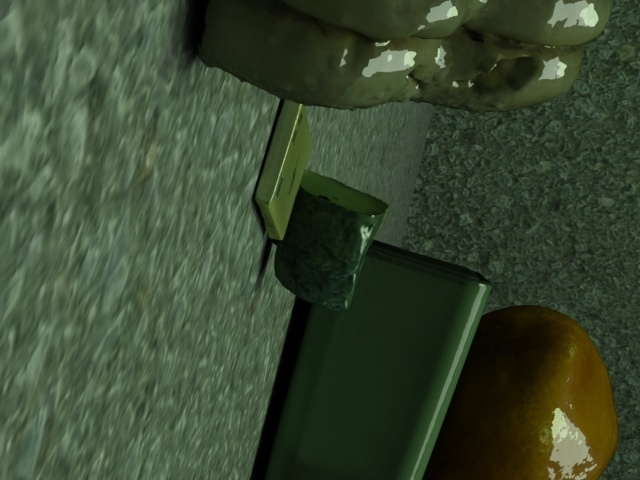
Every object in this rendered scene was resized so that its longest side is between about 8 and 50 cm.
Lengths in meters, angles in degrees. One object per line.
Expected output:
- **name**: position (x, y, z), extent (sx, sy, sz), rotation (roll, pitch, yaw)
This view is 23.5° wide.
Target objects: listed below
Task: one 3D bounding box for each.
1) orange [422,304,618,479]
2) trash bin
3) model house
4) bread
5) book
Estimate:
- **orange**: position (0.209, 0.189, 1.574), extent (0.249, 0.183, 0.249), rotation (-160, -90, -89)
- **trash bin**: position (0.034, 0.172, 1.528), extent (0.223, 0.158, 0.343), rotation (-52, 161, -86)
- **model house**: position (0.000, 0.000, 1.136), extent (0.066, 0.079, 0.083), rotation (-38, 148, -70)
- **bread**: position (0.057, -0.141, 0.795), extent (0.337, 0.183, 0.102), rotation (-63, 174, -65)
- **book**: position (-0.025, -0.049, 1.050), extent (0.111, 0.014, 0.077), rotation (78, 28, -77)
